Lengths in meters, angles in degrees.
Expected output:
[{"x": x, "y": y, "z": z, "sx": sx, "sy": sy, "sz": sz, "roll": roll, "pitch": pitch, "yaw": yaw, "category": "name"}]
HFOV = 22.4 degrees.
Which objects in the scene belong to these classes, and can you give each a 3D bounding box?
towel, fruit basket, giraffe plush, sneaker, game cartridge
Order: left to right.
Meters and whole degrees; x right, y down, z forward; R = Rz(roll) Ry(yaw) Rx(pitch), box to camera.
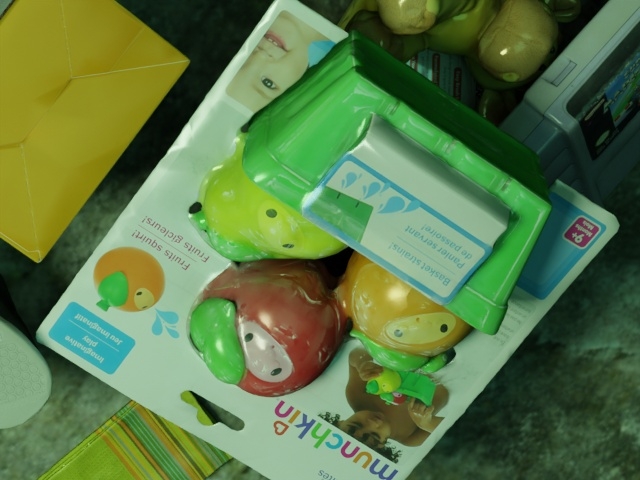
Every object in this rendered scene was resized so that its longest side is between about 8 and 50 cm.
[{"x": -0.331, "y": 0.016, "z": 1.270, "sx": 0.104, "sy": 0.147, "sz": 0.296, "roll": -39, "pitch": 122, "yaw": -7, "category": "sneaker"}, {"x": -0.192, "y": 0.227, "z": 1.433, "sx": 0.237, "sy": 0.021, "sz": 0.102, "roll": -40, "pitch": 109, "yaw": -6, "category": "towel"}, {"x": 0.003, "y": 0.036, "z": 1.254, "sx": 0.327, "sy": 0.165, "sz": 0.353, "roll": 34, "pitch": 105, "yaw": -14, "category": "fruit basket"}, {"x": 0.123, "y": -0.182, "z": 1.333, "sx": 0.170, "sy": 0.210, "sz": 0.181, "roll": 34, "pitch": 116, "yaw": -9, "category": "giraffe plush"}, {"x": 0.290, "y": -0.156, "z": 1.408, "sx": 0.068, "sy": 0.230, "sz": 0.355, "roll": 41, "pitch": 87, "yaw": 20, "category": "game cartridge"}]

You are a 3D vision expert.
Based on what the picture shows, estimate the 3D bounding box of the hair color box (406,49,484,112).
[{"x": 0.065, "y": -0.137, "z": 1.420, "sx": 0.167, "sy": 0.053, "sz": 0.093, "roll": -1, "pitch": 100, "yaw": -15, "category": "hair color box"}]

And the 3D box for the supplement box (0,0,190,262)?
[{"x": -0.227, "y": -0.111, "z": 1.260, "sx": 0.129, "sy": 0.194, "sz": 0.191, "roll": 37, "pitch": 89, "yaw": -20, "category": "supplement box"}]

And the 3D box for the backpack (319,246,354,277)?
[{"x": 0.000, "y": 0.000, "z": 1.395, "sx": 0.182, "sy": 0.115, "sz": 0.152, "roll": -16, "pitch": 96, "yaw": -11, "category": "backpack"}]
